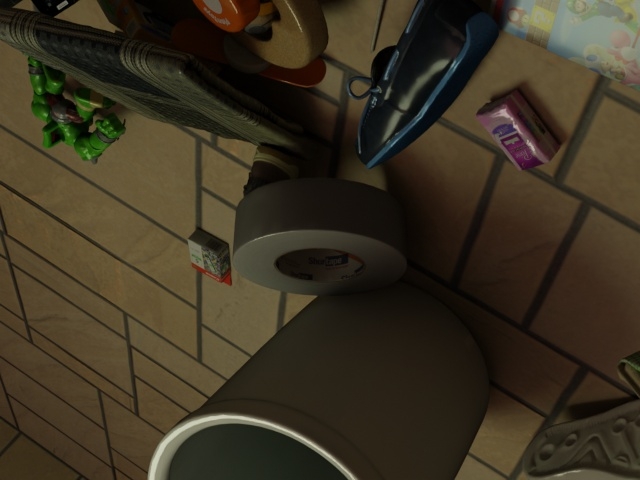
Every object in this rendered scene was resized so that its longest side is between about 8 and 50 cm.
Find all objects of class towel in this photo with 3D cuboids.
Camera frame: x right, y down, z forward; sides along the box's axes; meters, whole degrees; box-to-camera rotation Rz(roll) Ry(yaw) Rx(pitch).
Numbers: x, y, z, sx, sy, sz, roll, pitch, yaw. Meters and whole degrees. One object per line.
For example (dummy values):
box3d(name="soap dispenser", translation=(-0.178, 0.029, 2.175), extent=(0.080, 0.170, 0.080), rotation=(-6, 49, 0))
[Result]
box3d(name="towel", translation=(-0.192, -0.194, 1.251), extent=(0.312, 0.056, 0.324), rotation=(17, 175, 29))

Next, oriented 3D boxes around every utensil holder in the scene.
box3d(name="utensil holder", translation=(0.019, 0.259, 1.327), extent=(0.327, 0.385, 0.328), rotation=(12, 119, 22))

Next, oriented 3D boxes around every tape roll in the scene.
box3d(name="tape roll", translation=(0.000, 0.000, 1.295), extent=(0.219, 0.072, 0.219), rotation=(1, 157, 0))

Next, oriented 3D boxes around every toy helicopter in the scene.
box3d(name="toy helicopter", translation=(-0.124, -0.286, 1.157), extent=(0.355, 0.140, 0.235), rotation=(30, 158, 35))

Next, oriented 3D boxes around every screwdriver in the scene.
box3d(name="screwdriver", translation=(0.062, -0.248, 1.067), extent=(0.024, 0.025, 0.170), rotation=(33, 147, 12))

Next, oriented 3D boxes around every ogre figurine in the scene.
box3d(name="ogre figurine", translation=(-0.374, -0.196, 1.530), extent=(0.197, 0.097, 0.118), rotation=(28, 137, -1))

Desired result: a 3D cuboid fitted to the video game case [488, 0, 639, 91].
box3d(name="video game case", translation=(0.288, -0.211, 0.875), extent=(0.285, 0.025, 0.204), rotation=(29, 147, 18))

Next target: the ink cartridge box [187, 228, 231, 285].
box3d(name="ink cartridge box", translation=(-0.180, 0.037, 1.676), extent=(0.063, 0.029, 0.115), rotation=(27, 146, 19))

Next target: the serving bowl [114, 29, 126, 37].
box3d(name="serving bowl", translation=(-0.230, -0.244, 1.332), extent=(0.083, 0.027, 0.083), rotation=(21, -171, -3))

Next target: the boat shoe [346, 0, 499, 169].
box3d(name="boat shoe", translation=(0.097, -0.172, 1.066), extent=(0.089, 0.109, 0.258), rotation=(49, 141, 8))

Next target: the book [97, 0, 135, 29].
box3d(name="book", translation=(-0.264, -0.323, 1.262), extent=(0.096, 0.035, 0.144), rotation=(41, 164, 48))

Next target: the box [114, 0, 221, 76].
box3d(name="box", translation=(-0.178, -0.239, 1.245), extent=(0.136, 0.028, 0.081), rotation=(20, -152, -38))

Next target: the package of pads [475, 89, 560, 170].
box3d(name="package of pads", translation=(0.206, -0.114, 1.076), extent=(0.083, 0.032, 0.050), rotation=(49, 150, -15))

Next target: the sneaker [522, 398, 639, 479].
box3d(name="sneaker", translation=(0.440, 0.321, 1.308), extent=(0.236, 0.130, 0.323), rotation=(41, 145, -20))

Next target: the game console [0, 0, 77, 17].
box3d(name="game console", translation=(-0.454, -0.388, 1.422), extent=(0.361, 0.044, 0.213), rotation=(-9, 123, 50))

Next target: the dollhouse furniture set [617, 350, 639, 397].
box3d(name="dollhouse furniture set", translation=(0.425, 0.132, 0.893), extent=(0.301, 0.197, 0.151), rotation=(-121, 17, -46))

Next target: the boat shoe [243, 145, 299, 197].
box3d(name="boat shoe", translation=(-0.070, -0.051, 1.370), extent=(0.080, 0.073, 0.223), rotation=(27, 162, 9))
